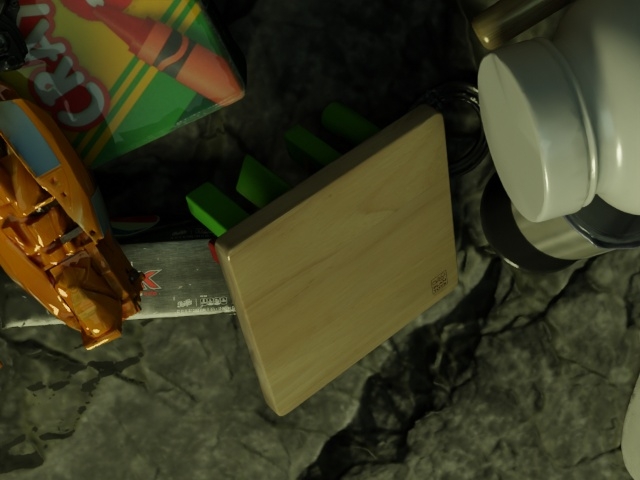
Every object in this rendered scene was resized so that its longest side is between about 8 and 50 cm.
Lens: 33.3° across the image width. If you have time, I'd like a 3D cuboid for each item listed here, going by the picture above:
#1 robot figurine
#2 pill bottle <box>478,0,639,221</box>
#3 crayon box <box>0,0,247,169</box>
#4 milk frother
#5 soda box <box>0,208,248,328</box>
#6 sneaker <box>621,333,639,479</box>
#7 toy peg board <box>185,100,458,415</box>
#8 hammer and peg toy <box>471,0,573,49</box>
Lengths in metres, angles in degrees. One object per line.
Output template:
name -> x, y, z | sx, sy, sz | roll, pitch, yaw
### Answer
robot figurine -> -0.231, -0.047, 0.579 | 0.211, 0.085, 0.291 | -29, 113, 6
pill bottle -> 0.198, -0.083, 0.552 | 0.216, 0.121, 0.121 | -17, 113, -5
crayon box -> -0.229, -0.115, 0.642 | 0.319, 0.081, 0.202 | -25, 112, 6
milk frother -> 0.130, -0.049, 0.671 | 0.143, 0.135, 0.129 | 1, 81, -9
soda box -> -0.130, 0.018, 0.719 | 0.169, 0.053, 0.060 | -4, 112, -5
sneaker -> 0.289, 0.086, 0.783 | 0.094, 0.080, 0.212 | -2, 120, -17
toy peg board -> 0.000, 0.000, 0.689 | 0.161, 0.079, 0.160 | -34, 139, -20
hammer and peg toy -> 0.100, -0.275, 0.522 | 0.266, 0.127, 0.361 | -43, 87, 12
